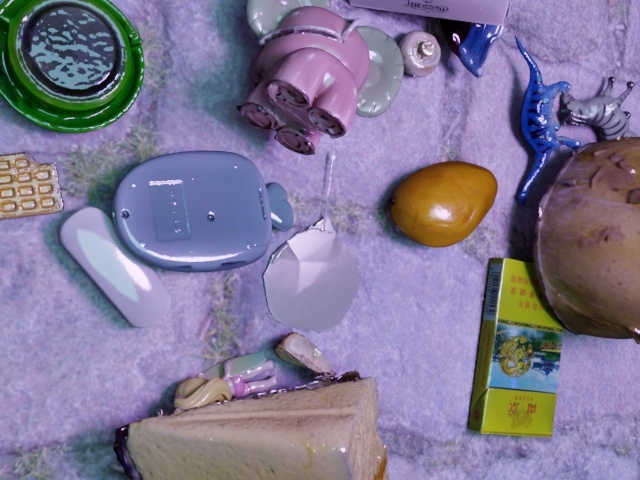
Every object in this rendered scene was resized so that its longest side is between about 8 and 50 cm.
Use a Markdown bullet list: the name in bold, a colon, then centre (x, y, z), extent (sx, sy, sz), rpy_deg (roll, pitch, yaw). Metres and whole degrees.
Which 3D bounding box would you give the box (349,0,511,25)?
- **box**: centre (0.193, -0.488, 1.123), extent (0.274, 0.116, 0.203), rpy_deg (12, 84, 10)

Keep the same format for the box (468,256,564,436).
- **box**: centre (0.394, 0.212, 1.332), extent (0.187, 0.047, 0.335), rpy_deg (11, 85, -28)

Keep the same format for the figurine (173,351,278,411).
- **figurine**: centre (-0.143, 0.224, 1.039), extent (0.187, 0.083, 0.083), rpy_deg (-9, 94, -35)

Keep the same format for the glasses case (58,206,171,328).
- **glasses case**: centre (-0.292, 0.040, 0.972), extent (0.076, 0.049, 0.197), rpy_deg (-44, 108, -23)

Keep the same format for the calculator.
- **calculator**: centre (-0.165, -0.046, 1.024), extent (0.299, 0.041, 0.186), rpy_deg (-5, 83, -35)

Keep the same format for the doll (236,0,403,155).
- **doll**: centre (0.002, -0.275, 1.040), extent (0.284, 0.216, 0.268), rpy_deg (33, 69, -21)

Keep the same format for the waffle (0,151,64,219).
- **waffle**: centre (-0.424, -0.074, 0.920), extent (0.135, 0.021, 0.092), rpy_deg (-12, 95, -27)

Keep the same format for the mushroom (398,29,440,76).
- **mushroom**: centre (0.177, -0.335, 1.212), extent (0.083, 0.067, 0.084), rpy_deg (-1, 93, -21)

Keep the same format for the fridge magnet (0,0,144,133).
- **fridge magnet**: centre (-0.344, -0.251, 0.926), extent (0.208, 0.088, 0.208), rpy_deg (0, 90, -28)

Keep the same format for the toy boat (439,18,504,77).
- **toy boat**: centre (0.301, -0.452, 1.244), extent (0.142, 0.129, 0.309), rpy_deg (12, 84, -33)

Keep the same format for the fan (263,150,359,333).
- **fan**: centre (-0.001, 0.000, 1.146), extent (0.182, 0.010, 0.310), rpy_deg (12, 87, -27)

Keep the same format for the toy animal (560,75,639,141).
- **toy animal**: centre (0.608, -0.253, 1.437), extent (0.176, 0.073, 0.217), rpy_deg (-47, 114, -14)

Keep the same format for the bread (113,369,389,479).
- **bread**: centre (-0.071, 0.376, 1.055), extent (0.405, 0.242, 0.346), rpy_deg (2, 110, 3)

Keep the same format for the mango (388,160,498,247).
- **mango**: centre (0.230, -0.068, 1.216), extent (0.227, 0.109, 0.147), rpy_deg (-20, 75, -26)

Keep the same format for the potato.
- **potato**: centre (0.662, -0.009, 1.292), extent (0.442, 0.319, 0.385), rpy_deg (-37, 115, -32)

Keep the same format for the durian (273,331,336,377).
- **durian**: centre (-0.024, 0.184, 1.103), extent (0.130, 0.066, 0.052), rpy_deg (34, 75, -33)

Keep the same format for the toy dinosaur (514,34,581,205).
- **toy dinosaur**: centre (0.442, -0.240, 1.348), extent (0.144, 0.076, 0.329), rpy_deg (-11, 105, -27)
